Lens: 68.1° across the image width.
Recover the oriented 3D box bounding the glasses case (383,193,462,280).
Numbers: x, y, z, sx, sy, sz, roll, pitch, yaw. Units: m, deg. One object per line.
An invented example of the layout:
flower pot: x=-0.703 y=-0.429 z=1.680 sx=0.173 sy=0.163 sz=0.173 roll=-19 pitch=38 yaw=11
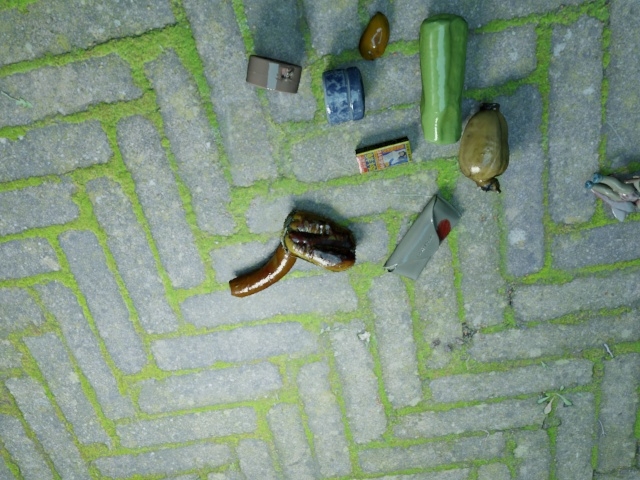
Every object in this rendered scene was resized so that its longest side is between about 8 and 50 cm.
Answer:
glasses case: x=0.335 y=0.008 z=1.548 sx=0.128 sy=0.083 sz=0.308 roll=28 pitch=112 yaw=-9

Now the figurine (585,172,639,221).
figurine: x=0.949 y=-0.165 z=1.434 sx=0.259 sy=0.103 sz=0.205 roll=17 pitch=139 yaw=-1

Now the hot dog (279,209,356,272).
hot dog: x=0.000 y=0.000 z=1.529 sx=0.270 sy=0.082 sz=0.163 roll=21 pitch=71 yaw=-12

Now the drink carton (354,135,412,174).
drink carton: x=0.193 y=-0.261 z=1.449 sx=0.165 sy=0.056 sz=0.071 roll=-13 pitch=121 yaw=8

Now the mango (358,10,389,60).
mango: x=0.152 y=-0.563 z=1.311 sx=0.077 sy=0.063 sz=0.127 roll=21 pitch=112 yaw=1

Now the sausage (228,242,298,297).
sausage: x=-0.180 y=0.102 z=1.609 sx=0.302 sy=0.076 sz=0.103 roll=-35 pitch=109 yaw=16

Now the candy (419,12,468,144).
candy: x=0.342 y=-0.443 z=1.318 sx=0.131 sy=0.142 sz=0.344 roll=-10 pitch=115 yaw=-8

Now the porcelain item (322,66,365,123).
porcelain item: x=0.067 y=-0.408 z=1.337 sx=0.114 sy=0.147 sz=0.147 roll=-7 pitch=114 yaw=3

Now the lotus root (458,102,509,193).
lotus root: x=0.480 y=-0.268 z=1.388 sx=0.139 sy=0.154 sz=0.257 roll=8 pitch=101 yaw=39

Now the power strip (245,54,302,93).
power strip: x=-0.128 y=-0.460 z=1.316 sx=0.153 sy=0.154 sz=0.078 roll=13 pitch=112 yaw=-4
